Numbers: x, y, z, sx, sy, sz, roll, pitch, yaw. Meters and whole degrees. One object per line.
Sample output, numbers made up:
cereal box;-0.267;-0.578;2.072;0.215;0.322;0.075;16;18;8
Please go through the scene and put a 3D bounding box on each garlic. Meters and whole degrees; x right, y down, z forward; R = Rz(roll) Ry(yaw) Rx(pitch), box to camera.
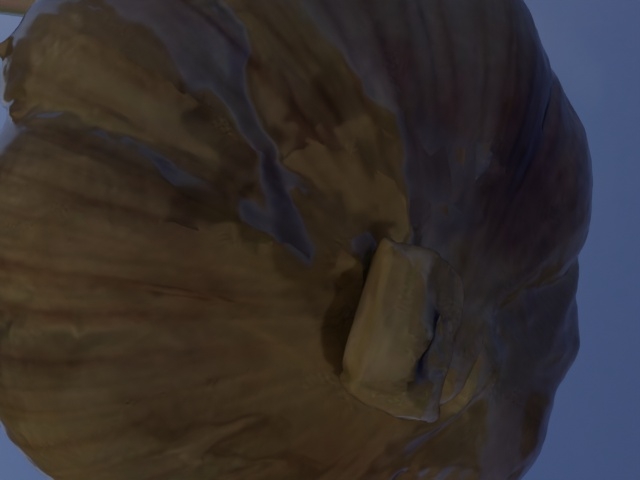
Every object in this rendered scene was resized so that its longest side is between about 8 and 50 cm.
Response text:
garlic;-0.009;-0.004;0.895;0.241;0.322;0.322;-16;-72;44

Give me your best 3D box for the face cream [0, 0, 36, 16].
face cream;-0.206;-0.167;1.132;0.182;0.072;0.051;11;-41;8
